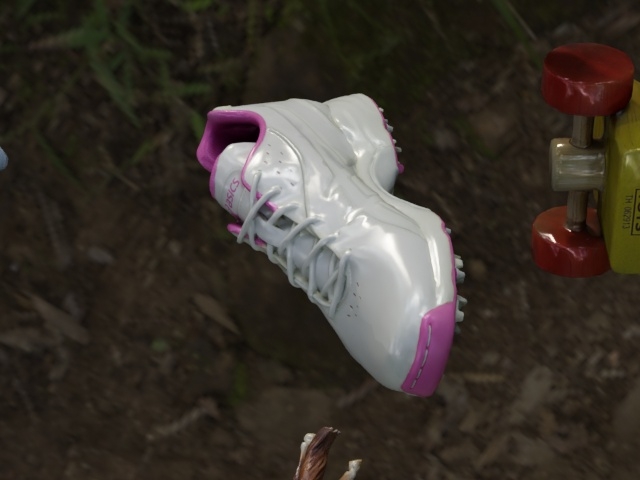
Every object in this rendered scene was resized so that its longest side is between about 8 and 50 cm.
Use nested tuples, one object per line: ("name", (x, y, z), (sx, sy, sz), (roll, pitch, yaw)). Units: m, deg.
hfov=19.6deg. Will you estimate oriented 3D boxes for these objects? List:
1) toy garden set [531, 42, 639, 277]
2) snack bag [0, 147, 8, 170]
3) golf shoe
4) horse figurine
("toy garden set", (0.142, -0.052, 0.471), (0.049, 0.204, 0.244), (-25, 39, -33))
("snack bag", (-0.294, -0.035, 0.531), (0.037, 0.323, 0.342), (-20, 27, 49))
("golf shoe", (0.000, 0.000, 1.224), (0.306, 0.140, 0.115), (-116, 37, -56))
("horse figurine", (0.020, 0.296, 1.750), (0.066, 0.263, 0.174), (-8, 40, 22))
